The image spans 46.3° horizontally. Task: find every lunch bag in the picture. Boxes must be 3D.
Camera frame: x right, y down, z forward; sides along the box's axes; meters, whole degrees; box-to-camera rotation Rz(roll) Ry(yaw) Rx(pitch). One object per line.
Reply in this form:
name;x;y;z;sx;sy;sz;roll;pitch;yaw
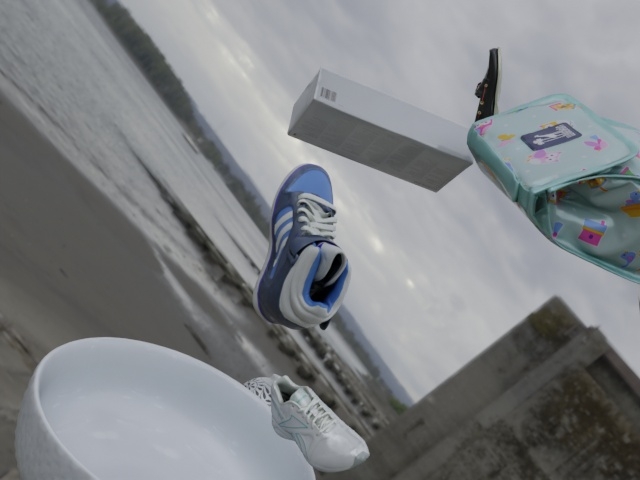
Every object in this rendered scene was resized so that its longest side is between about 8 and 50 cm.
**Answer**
lunch bag;0.324;-0.070;0.917;0.262;0.160;0.223;14;27;-18

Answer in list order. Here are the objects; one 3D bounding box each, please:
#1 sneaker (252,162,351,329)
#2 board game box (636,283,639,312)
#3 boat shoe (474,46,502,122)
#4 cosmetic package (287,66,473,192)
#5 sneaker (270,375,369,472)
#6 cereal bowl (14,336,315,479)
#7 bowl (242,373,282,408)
sneaker;-0.001;0.000;1.312;0.130;0.323;0.236;24;-17;-27
board game box;0.690;0.047;1.575;0.165;0.042;0.243;53;38;-59
boat shoe;0.248;-0.220;1.109;0.049;0.042;0.133;-9;105;-71
cosmetic package;0.084;-0.147;1.024;0.238;0.061;0.099;19;-30;-17
sneaker;-0.009;0.191;0.782;0.152;0.053;0.061;18;-52;50
cereal bowl;-0.182;0.260;0.839;0.338;0.141;0.339;27;12;-6
bowl;-0.071;0.282;1.285;0.170;0.080;0.170;33;-5;3
